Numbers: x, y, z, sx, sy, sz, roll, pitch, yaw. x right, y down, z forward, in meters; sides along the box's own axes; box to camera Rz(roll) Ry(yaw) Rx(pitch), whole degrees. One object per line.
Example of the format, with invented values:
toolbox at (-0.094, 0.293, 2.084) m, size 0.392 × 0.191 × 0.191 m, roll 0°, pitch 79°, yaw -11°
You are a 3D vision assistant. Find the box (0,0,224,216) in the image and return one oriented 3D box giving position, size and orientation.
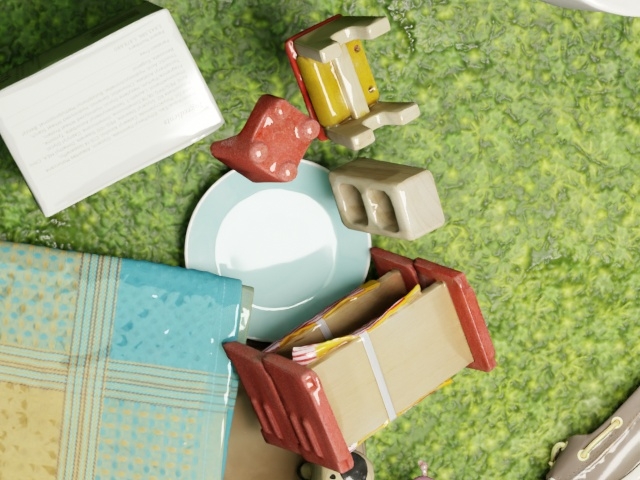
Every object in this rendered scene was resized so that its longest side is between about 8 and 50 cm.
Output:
box at (-0.200, -0.124, 1.457) m, size 0.182 × 0.181 × 0.119 m, roll -28°, pitch 104°, yaw -5°

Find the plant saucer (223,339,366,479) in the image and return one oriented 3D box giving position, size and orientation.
plant saucer at (-0.085, 0.239, 1.623) m, size 0.278 × 0.041 × 0.277 m, roll -2°, pitch 102°, yaw -10°

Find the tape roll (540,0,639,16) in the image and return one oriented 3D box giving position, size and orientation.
tape roll at (0.278, -0.337, 1.517) m, size 0.246 × 0.169 × 0.246 m, roll -2°, pitch 100°, yaw -11°

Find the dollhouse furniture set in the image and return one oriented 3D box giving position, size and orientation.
dollhouse furniture set at (0.000, 0.000, 1.478) m, size 0.201 × 0.152 × 0.374 m, roll -30°, pitch 112°, yaw -25°

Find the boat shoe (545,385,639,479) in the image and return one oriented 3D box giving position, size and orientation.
boat shoe at (0.299, 0.238, 1.669) m, size 0.324 × 0.096 × 0.116 m, roll -40°, pitch 146°, yaw 2°

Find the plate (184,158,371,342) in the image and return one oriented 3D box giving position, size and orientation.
plate at (-0.043, 0.008, 1.595) m, size 0.188 × 0.024 × 0.188 m, roll -2°, pitch 101°, yaw -12°

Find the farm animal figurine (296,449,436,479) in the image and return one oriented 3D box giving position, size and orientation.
farm animal figurine at (0.060, 0.384, 1.539) m, size 0.330 × 0.172 × 0.327 m, roll 43°, pitch 80°, yaw -11°

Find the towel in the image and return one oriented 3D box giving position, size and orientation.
towel at (-0.264, 0.140, 1.543) m, size 0.370 × 0.040 × 0.271 m, roll 10°, pitch 91°, yaw -5°
